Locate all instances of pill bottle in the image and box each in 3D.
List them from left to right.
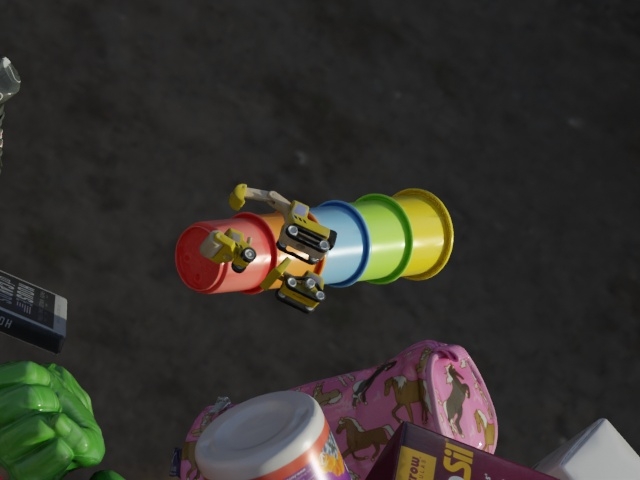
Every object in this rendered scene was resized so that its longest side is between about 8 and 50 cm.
[{"bbox_3d":[-0.018,0.227,1.262,0.108,0.108,0.193,-62,135,-58],"label":"pill bottle"}]

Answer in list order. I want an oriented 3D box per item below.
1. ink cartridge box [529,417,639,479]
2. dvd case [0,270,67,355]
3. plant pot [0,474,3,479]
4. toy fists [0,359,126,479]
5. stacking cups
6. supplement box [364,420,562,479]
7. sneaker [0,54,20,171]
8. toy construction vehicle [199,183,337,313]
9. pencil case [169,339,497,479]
[{"bbox_3d":[0.324,0.406,2.048,0.226,0.306,0.131,48,44,6],"label":"ink cartridge box"},{"bbox_3d":[-0.404,0.053,1.795,0.238,0.029,0.179,23,7,-13],"label":"dvd case"},{"bbox_3d":[-0.327,0.244,1.158,0.191,0.174,0.191,8,61,-15],"label":"plant pot"},{"bbox_3d":[-0.242,0.240,1.559,0.279,0.096,0.142,60,13,1],"label":"toy fists"},{"bbox_3d":[0.000,0.000,1.474,0.316,0.096,0.096,-4,46,-51],"label":"stacking cups"},{"bbox_3d":[0.123,0.219,1.122,0.188,0.081,0.104,21,41,-6],"label":"supplement box"},{"bbox_3d":[-0.275,-0.080,1.238,0.077,0.178,0.072,47,51,-10],"label":"sneaker"},{"bbox_3d":[-0.031,0.003,1.128,0.098,0.086,0.035,25,54,-9],"label":"toy construction vehicle"},{"bbox_3d":[0.017,0.235,1.816,0.167,0.386,0.160,54,34,-28],"label":"pencil case"}]
